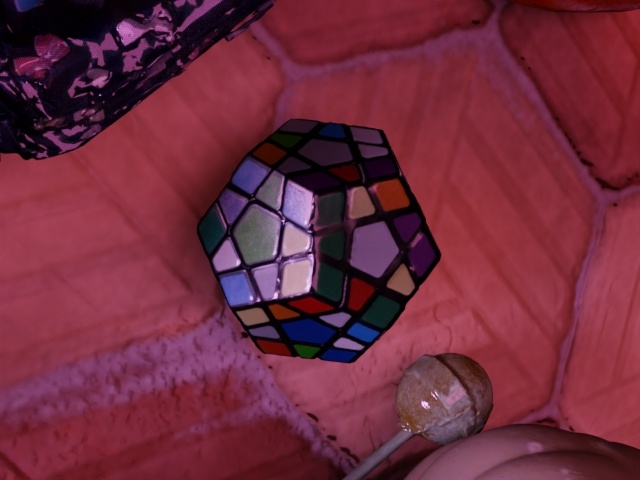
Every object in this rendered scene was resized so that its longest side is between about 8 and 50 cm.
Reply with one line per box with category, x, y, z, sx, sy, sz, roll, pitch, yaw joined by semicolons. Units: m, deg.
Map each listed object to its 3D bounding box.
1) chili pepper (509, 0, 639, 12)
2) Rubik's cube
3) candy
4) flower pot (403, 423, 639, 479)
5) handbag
chili pepper;0.134;-0.182;0.674;0.192;0.084;0.086;-6;80;-33
Rubik's cube;0.000;0.000;0.597;0.133;0.133;0.112;27;56;-28
candy;0.020;0.139;0.662;0.202;0.061;0.061;-39;111;-12
flower pot;0.052;0.247;0.555;0.244;0.307;0.307;0;94;-14
handbag;-0.092;-0.158;0.524;0.260;0.113;0.162;-39;120;-21
